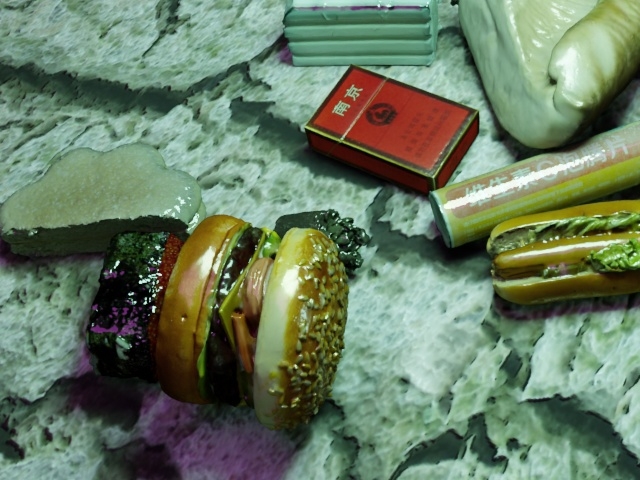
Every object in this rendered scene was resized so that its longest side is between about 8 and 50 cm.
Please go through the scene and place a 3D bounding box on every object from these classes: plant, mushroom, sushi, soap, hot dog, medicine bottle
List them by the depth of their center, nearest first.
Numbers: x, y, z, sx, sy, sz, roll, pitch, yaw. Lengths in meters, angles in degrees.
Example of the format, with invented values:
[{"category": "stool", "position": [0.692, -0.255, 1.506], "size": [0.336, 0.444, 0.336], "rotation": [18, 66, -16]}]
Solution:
[{"category": "hot dog", "position": [0.405, 0.009, 1.366], "size": [0.338, 0.100, 0.135], "rotation": [-7, 72, 5]}, {"category": "sushi", "position": [-0.265, 0.091, 1.423], "size": [0.126, 0.136, 0.225], "rotation": [9, 54, 6]}, {"category": "medicine bottle", "position": [0.377, -0.095, 1.449], "size": [0.426, 0.108, 0.108], "rotation": [-20, 56, -1]}, {"category": "plant", "position": [0.000, 0.000, 1.466], "size": [0.143, 0.092, 0.094], "rotation": [9, 51, 22]}, {"category": "mushroom", "position": [0.406, -0.308, 1.524], "size": [0.314, 0.224, 0.397], "rotation": [-3, 55, -9]}, {"category": "soap", "position": [0.073, -0.374, 1.655], "size": [0.262, 0.150, 0.094], "rotation": [2, 61, 11]}]

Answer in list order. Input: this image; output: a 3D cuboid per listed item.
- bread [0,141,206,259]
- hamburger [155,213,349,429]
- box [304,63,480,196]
[{"category": "bread", "position": [-0.345, -0.067, 1.564], "size": [0.338, 0.102, 0.183], "rotation": [-3, 53, 11]}, {"category": "hamburger", "position": [-0.078, 0.110, 1.300], "size": [0.225, 0.291, 0.291], "rotation": [9, 59, 10]}, {"category": "box", "position": [0.115, -0.178, 1.567], "size": [0.240, 0.074, 0.153], "rotation": [24, 69, 24]}]
